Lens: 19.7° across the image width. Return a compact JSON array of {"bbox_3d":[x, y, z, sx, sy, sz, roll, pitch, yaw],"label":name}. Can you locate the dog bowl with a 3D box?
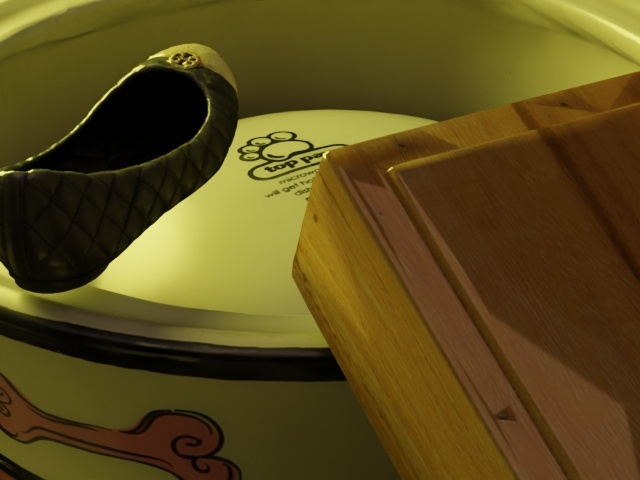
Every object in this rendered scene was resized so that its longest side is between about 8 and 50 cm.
[{"bbox_3d":[0.000,0.000,0.836,0.407,0.150,0.408,-2,30,1],"label":"dog bowl"}]

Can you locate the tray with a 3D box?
[{"bbox_3d":[0.171,0.119,0.539,0.202,0.076,0.411,-16,58,-23],"label":"tray"}]

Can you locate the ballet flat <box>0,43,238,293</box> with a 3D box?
[{"bbox_3d":[-0.073,-0.039,0.708,0.057,0.049,0.173,9,32,16],"label":"ballet flat"}]
